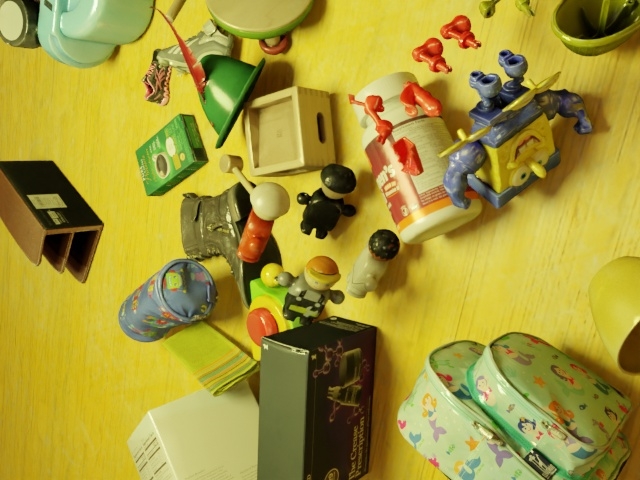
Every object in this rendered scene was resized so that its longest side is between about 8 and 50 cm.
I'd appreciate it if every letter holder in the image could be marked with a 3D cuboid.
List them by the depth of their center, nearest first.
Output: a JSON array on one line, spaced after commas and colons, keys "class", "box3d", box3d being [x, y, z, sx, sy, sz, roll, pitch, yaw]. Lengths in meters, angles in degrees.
[{"class": "letter holder", "box3d": [-0.724, -0.038, 1.598, 0.302, 0.152, 0.214, 43, 122, 29]}]

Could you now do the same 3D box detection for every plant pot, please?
[{"class": "plant pot", "box3d": [0.366, 0.072, 0.703, 0.134, 0.134, 0.095, -62, 33, 26]}]

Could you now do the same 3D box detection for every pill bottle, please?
[{"class": "pill bottle", "box3d": [0.131, -0.117, 0.874, 0.121, 0.121, 0.221, -32, 74, 38]}]

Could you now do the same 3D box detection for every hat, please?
[{"class": "hat", "box3d": [-0.210, -0.288, 1.065, 0.183, 0.173, 0.208, 28, 126, -9]}]

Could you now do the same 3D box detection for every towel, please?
[{"class": "towel", "box3d": [-0.219, 0.219, 1.196, 0.237, 0.102, 0.021, 24, 135, 50]}]

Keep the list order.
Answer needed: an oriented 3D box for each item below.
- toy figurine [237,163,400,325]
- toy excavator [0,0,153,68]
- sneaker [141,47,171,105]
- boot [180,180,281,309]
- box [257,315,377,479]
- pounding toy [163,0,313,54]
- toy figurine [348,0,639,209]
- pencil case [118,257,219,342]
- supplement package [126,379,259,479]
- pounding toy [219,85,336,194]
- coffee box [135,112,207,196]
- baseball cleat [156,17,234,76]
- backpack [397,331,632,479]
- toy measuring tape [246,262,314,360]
[{"class": "toy figurine", "box3d": [0.000, 0.000, 0.938, 0.209, 0.213, 0.148, 53, 138, 24]}, {"class": "toy excavator", "box3d": [-0.414, -0.553, 1.270, 0.445, 0.222, 0.433, 22, 109, 22]}, {"class": "sneaker", "box3d": [-0.352, -0.348, 1.306, 0.047, 0.057, 0.119, 8, 98, 42]}, {"class": "boot", "box3d": [-0.188, 0.015, 1.198, 0.229, 0.091, 0.263, -15, 81, 46]}, {"class": "box", "box3d": [-0.004, 0.271, 0.990, 0.103, 0.184, 0.261, 10, 101, 40]}, {"class": "pounding toy", "box3d": [-0.126, -0.398, 1.064, 0.236, 0.110, 0.183, 8, 67, 5]}, {"class": "toy figurine", "box3d": [0.239, -0.158, 0.779, 0.362, 0.217, 0.191, -37, 45, -9]}, {"class": "pencil case", "box3d": [-0.307, 0.127, 1.240, 0.306, 0.133, 0.119, -28, 50, 54]}, {"class": "supplement package", "box3d": [-0.202, 0.429, 1.145, 0.263, 0.199, 0.198, 60, 141, 18]}, {"class": "pounding toy", "box3d": [-0.076, -0.149, 1.065, 0.206, 0.094, 0.181, -5, 90, 41]}, {"class": "coffee box", "box3d": [-0.320, -0.178, 1.307, 0.184, 0.040, 0.113, -28, 76, 39]}, {"class": "baseball cleat", "box3d": [-0.239, -0.378, 1.211, 0.206, 0.072, 0.109, 18, 90, 36]}, {"class": "backpack", "box3d": [0.233, 0.223, 0.755, 0.253, 0.225, 0.191, 30, 112, 32]}, {"class": "toy measuring tape", "box3d": [-0.063, 0.201, 1.089, 0.121, 0.121, 0.330, 8, 108, 40]}]
